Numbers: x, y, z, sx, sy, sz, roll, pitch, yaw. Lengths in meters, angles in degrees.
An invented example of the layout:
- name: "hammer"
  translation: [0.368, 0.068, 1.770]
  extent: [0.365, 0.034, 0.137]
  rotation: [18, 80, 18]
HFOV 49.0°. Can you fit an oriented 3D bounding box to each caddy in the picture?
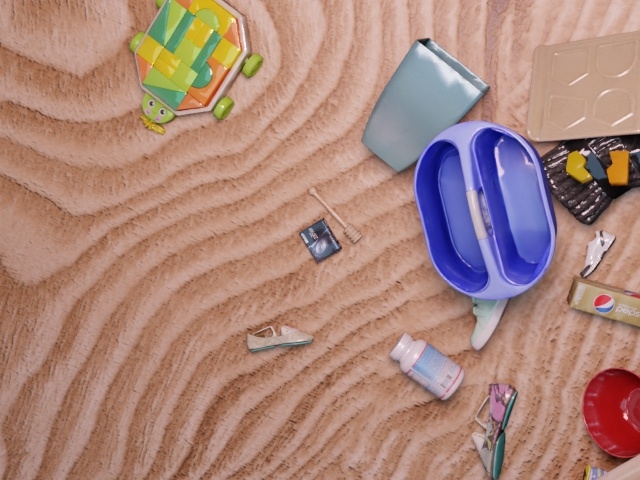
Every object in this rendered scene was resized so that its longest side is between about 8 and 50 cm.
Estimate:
- name: "caddy"
  translation: [0.317, -0.059, 1.345]
  extent: [0.242, 0.179, 0.341]
  rotation: [-13, 94, 28]

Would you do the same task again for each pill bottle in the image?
- name: "pill bottle"
  translation: [0.236, 0.278, 1.575]
  extent: [0.160, 0.087, 0.087]
  rotation: [36, 107, 4]

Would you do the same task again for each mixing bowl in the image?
- name: "mixing bowl"
  translation: [0.653, 0.356, 1.470]
  extent: [0.098, 0.181, 0.181]
  rotation: [5, 107, -31]

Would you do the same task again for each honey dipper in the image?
- name: "honey dipper"
  translation: [0.032, -0.061, 1.587]
  extent: [0.030, 0.030, 0.160]
  rotation: [-44, 85, 17]

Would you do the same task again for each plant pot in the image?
- name: "plant pot"
  translation: [0.201, -0.267, 1.441]
  extent: [0.165, 0.166, 0.234]
  rotation: [40, 115, 3]

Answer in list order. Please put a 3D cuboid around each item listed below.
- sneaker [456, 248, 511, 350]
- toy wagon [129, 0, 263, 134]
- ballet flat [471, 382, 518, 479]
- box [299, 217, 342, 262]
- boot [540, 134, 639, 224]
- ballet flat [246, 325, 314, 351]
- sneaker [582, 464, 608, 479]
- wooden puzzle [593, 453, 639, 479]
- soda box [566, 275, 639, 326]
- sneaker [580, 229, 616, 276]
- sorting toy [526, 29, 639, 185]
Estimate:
- name: "sneaker"
  translation: [0.336, 0.103, 1.521]
  extent: [0.151, 0.094, 0.255]
  rotation: [23, 111, 19]
- name: "toy wagon"
  translation: [-0.303, -0.385, 1.576]
  extent: [0.267, 0.068, 0.344]
  rotation: [38, 107, 4]
- name: "ballet flat"
  translation: [0.385, 0.424, 1.585]
  extent: [0.079, 0.077, 0.221]
  rotation: [14, 100, 29]
- name: "box"
  translation: [0.000, 0.000, 1.609]
  extent: [0.067, 0.018, 0.083]
  rotation: [-30, 94, 16]
- name: "boot"
  translation: [0.621, -0.114, 1.375]
  extent: [0.348, 0.131, 0.260]
  rotation: [44, 102, 17]
- name: "ballet flat"
  translation: [-0.099, 0.226, 1.661]
  extent: [0.168, 0.057, 0.052]
  rotation: [-11, 89, 15]
- name: "sneaker"
  translation: [0.613, 0.573, 1.565]
  extent: [0.059, 0.053, 0.144]
  rotation: [5, 103, 10]
- name: "wooden puzzle"
  translation: [0.705, 0.542, 1.478]
  extent: [0.322, 0.080, 0.348]
  rotation: [-41, 120, 21]
- name: "soda box"
  translation: [0.615, 0.130, 1.470]
  extent: [0.182, 0.061, 0.058]
  rotation: [17, 105, 9]
- name: "sneaker"
  translation: [0.574, 0.027, 1.476]
  extent: [0.044, 0.040, 0.109]
  rotation: [33, 104, 22]
- name: "sorting toy"
  translation: [0.516, -0.247, 1.345]
  extent: [0.229, 0.041, 0.307]
  rotation: [1, 74, 31]
